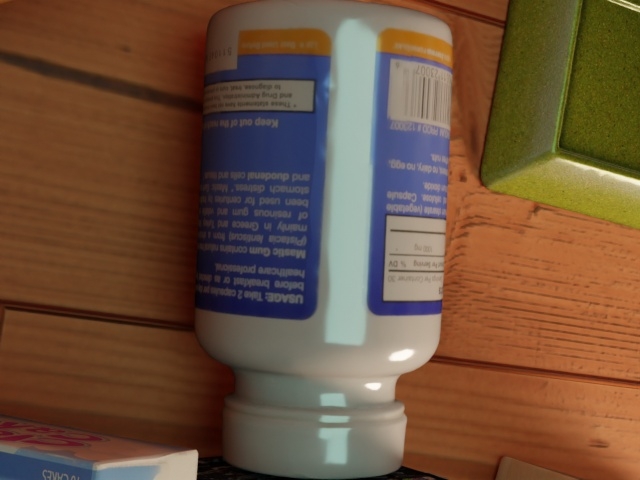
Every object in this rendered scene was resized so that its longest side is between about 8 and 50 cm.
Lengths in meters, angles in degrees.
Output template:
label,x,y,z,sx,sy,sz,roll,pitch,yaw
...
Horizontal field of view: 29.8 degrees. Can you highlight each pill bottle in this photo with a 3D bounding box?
label,x,y,z,sx,sy,sz,roll,pitch,yaw
pill bottle,0.000,0.000,0.734,0.152,0.152,0.272,3,91,-28

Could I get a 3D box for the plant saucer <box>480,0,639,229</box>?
label,x,y,z,sx,sy,sz,roll,pitch,yaw
plant saucer,0.222,-0.112,0.908,0.188,0.045,0.189,12,86,-28

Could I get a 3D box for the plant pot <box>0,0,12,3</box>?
label,x,y,z,sx,sy,sz,roll,pitch,yaw
plant pot,-0.195,-0.227,0.573,0.203,0.290,0.291,-8,95,-44

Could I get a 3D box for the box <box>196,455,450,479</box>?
label,x,y,z,sx,sy,sz,roll,pitch,yaw
box,-0.040,0.163,0.703,0.220,0.175,0.051,1,89,-28

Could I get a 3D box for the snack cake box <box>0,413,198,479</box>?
label,x,y,z,sx,sy,sz,roll,pitch,yaw
snack cake box,-0.198,0.157,0.575,0.089,0.264,0.152,12,83,-66

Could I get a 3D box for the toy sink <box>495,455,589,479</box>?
label,x,y,z,sx,sy,sz,roll,pitch,yaw
toy sink,0.238,0.267,0.878,0.234,0.131,0.153,21,82,-27
